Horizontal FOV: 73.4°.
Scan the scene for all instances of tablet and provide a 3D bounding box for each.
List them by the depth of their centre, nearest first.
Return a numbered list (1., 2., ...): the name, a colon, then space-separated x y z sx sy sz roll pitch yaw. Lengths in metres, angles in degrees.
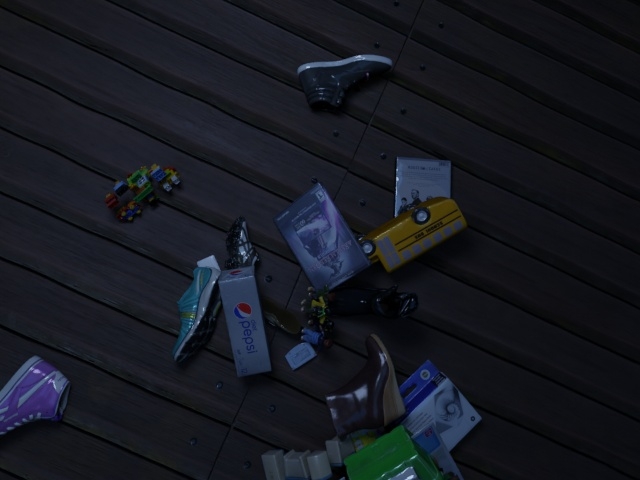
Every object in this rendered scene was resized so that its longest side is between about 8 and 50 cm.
1. tablet: -0.324 0.091 1.268 0.054 0.006 0.083 -24 86 -8

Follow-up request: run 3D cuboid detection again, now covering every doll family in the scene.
1. doll family: -0.001 0.223 1.219 0.076 0.111 0.193 -17 109 -48

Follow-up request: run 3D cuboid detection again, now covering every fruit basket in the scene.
1. fruit basket: 0.229 0.689 1.150 0.326 0.165 0.353 -29 108 -2

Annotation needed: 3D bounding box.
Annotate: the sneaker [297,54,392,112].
1. sneaker: 0.083 -0.477 1.330 0.295 0.104 0.147 -8 86 -1

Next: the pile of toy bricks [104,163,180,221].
1. pile of toy bricks: -0.525 -0.163 1.239 0.212 0.118 0.105 -39 56 0

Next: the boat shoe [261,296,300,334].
1. boat shoe: -0.125 0.222 1.251 0.152 0.049 0.056 37 56 5

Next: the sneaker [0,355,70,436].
1. sneaker: -0.788 0.468 1.133 0.161 0.102 0.282 36 81 -4

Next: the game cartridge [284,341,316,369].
1. game cartridge: -0.059 0.335 1.261 0.083 0.017 0.056 -30 91 -8

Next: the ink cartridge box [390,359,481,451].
1. ink cartridge box: 0.321 0.510 1.263 0.223 0.045 0.224 -42 88 -8

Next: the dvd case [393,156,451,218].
1. dvd case: 0.319 -0.138 1.346 0.179 0.029 0.239 4 83 -5

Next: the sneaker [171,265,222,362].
1. sneaker: -0.355 0.206 1.220 0.109 0.107 0.276 16 80 19

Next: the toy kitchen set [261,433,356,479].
1. toy kitchen set: -0.025 0.626 1.199 0.207 0.166 0.122 -18 83 35

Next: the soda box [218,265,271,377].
1. soda box: -0.202 0.221 1.175 0.097 0.091 0.287 -10 106 -6

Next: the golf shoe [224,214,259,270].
1. golf shoe: -0.226 0.027 1.260 0.093 0.077 0.199 17 65 -37

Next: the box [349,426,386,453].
1. box: 0.134 0.557 1.242 0.105 0.043 0.179 -18 83 -8

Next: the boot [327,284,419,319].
1. boot: 0.131 0.171 1.202 0.246 0.207 0.094 -1 84 -5

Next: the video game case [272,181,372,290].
1. video game case: 0.000 0.000 1.239 0.196 0.026 0.274 -35 82 28

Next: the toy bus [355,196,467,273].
1. toy bus: 0.246 -0.012 1.261 0.332 0.108 0.130 -31 101 3

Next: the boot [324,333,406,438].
1. boot: 0.109 0.405 1.212 0.206 0.090 0.249 -14 67 -8
